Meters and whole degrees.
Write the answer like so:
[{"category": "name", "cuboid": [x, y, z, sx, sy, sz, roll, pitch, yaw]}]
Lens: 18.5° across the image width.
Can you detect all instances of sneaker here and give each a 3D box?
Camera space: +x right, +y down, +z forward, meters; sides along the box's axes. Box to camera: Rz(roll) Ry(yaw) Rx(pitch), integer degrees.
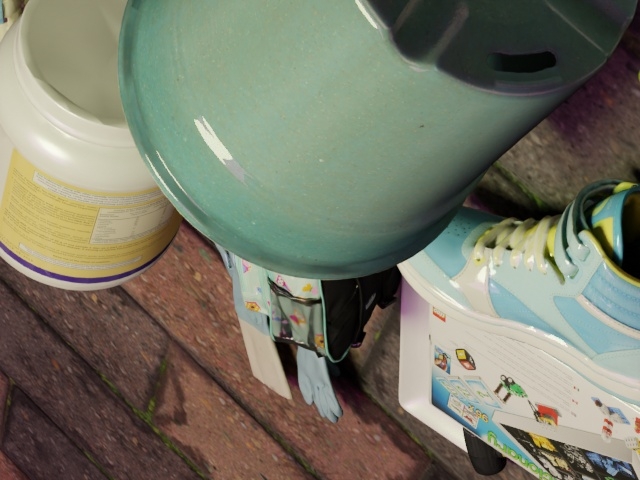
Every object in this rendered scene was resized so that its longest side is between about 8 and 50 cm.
[{"category": "sneaker", "cuboid": [0.206, 0.000, 1.742, 0.319, 0.127, 0.208, 25, 144, 21]}]

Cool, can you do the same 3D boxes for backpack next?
[{"category": "backpack", "cuboid": [0.000, 0.000, 1.970, 0.144, 0.166, 0.188, 24, 139, 22]}]

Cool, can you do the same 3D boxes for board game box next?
[{"category": "board game box", "cuboid": [0.232, 0.159, 1.881, 0.305, 0.053, 0.193, 33, 145, 30]}]

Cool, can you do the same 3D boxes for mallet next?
[{"category": "mallet", "cuboid": [0.230, 0.232, 2.001, 0.190, 0.039, 0.062, 18, 137, 32]}]

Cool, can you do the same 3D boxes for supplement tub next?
[{"category": "supplement tub", "cuboid": [-0.238, -0.118, 2.086, 0.241, 0.241, 0.331, 45, 149, 10]}]

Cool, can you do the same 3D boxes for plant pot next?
[{"category": "plant pot", "cuboid": [0.054, -0.174, 1.520, 0.341, 0.341, 0.334, 52, 152, -2]}]

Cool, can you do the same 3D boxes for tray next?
[{"category": "tray", "cuboid": [0.146, 0.118, 2.041, 0.145, 0.030, 0.270, 32, 145, 27]}]

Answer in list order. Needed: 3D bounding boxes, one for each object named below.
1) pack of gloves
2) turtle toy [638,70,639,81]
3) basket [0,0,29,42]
[{"category": "pack of gloves", "cuboid": [-0.037, 0.091, 2.263, 0.195, 0.046, 0.232, 31, 143, 50]}, {"category": "turtle toy", "cuboid": [0.311, -0.119, 1.523, 0.130, 0.066, 0.095, 26, 142, 36]}, {"category": "basket", "cuboid": [-0.449, -0.294, 2.181, 0.289, 0.201, 0.254, 10, 139, 5]}]
